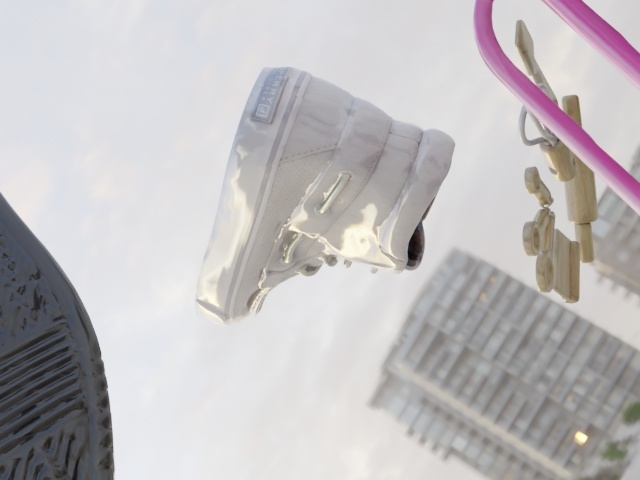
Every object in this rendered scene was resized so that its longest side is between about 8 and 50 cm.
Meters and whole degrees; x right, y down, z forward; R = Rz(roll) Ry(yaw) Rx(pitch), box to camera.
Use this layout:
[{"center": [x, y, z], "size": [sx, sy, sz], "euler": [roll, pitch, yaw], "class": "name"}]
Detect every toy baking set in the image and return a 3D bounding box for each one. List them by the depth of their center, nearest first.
[{"center": [0.214, -0.066, 1.085], "size": [0.197, 0.030, 0.256], "euler": [-11, -83, -66], "class": "toy baking set"}]

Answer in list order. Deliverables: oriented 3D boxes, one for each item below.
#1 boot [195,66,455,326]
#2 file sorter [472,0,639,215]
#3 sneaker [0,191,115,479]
[{"center": [0.000, 0.000, 0.732], "size": [0.258, 0.123, 0.095], "euler": [111, 179, -64], "class": "boot"}, {"center": [0.163, -0.113, 0.278], "size": [0.182, 0.202, 0.291], "euler": [-39, -17, -15], "class": "file sorter"}, {"center": [-0.157, 0.072, 0.458], "size": [0.123, 0.295, 0.178], "euler": [-15, -43, -21], "class": "sneaker"}]
